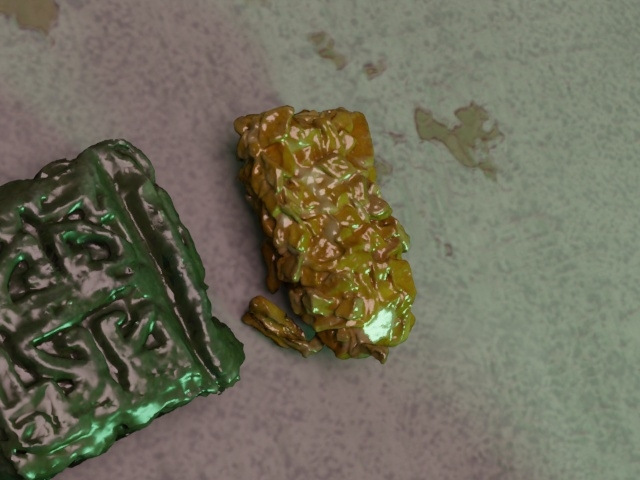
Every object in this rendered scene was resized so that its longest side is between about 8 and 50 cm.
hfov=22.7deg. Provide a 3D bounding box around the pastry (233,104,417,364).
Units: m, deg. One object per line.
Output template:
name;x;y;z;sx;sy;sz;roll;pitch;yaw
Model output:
pastry;0.000;0.000;1.445;0.154;0.102;0.250;-12;82;-22

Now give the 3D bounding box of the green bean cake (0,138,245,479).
green bean cake;-0.213;0.062;1.338;0.255;0.132;0.241;-25;83;-24
